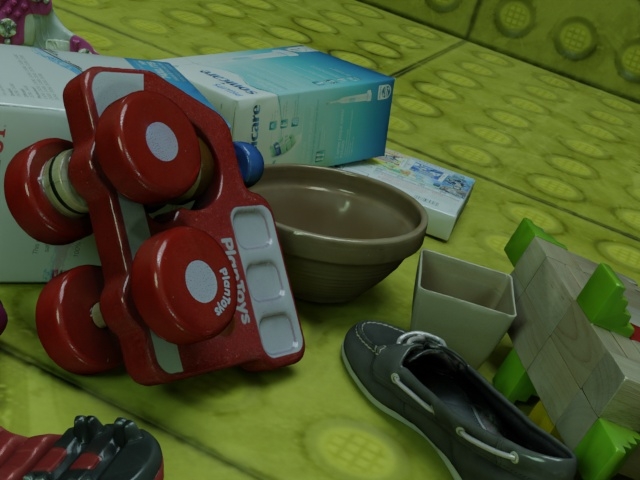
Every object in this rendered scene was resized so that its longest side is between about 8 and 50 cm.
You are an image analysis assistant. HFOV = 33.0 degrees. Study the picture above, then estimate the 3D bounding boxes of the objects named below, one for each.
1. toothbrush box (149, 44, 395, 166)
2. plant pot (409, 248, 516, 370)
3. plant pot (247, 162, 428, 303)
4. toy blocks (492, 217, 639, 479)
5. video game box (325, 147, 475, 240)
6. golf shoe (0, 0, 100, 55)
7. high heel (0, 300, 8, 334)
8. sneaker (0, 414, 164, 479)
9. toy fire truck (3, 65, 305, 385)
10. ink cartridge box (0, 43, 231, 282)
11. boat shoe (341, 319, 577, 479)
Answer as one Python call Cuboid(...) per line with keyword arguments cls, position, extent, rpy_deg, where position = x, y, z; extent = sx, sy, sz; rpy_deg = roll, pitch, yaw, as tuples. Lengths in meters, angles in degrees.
Cuboid(cls="toothbrush box", position=(-0.074, -0.189, 1.555), extent=(0.295, 0.126, 0.216), rpy_deg=(-14, 30, -41))
Cuboid(cls="plant pot", position=(0.147, 0.086, 1.202), extent=(0.109, 0.096, 0.109), rpy_deg=(18, 23, 0))
Cuboid(cls="plant pot", position=(0.000, 0.000, 1.263), extent=(0.237, 0.110, 0.237), rpy_deg=(10, 21, -4))
Cuboid(cls="toy blocks", position=(0.351, 0.145, 1.155), extent=(0.261, 0.191, 0.381), rpy_deg=(22, 22, -18))
Cuboid(cls="video game box", position=(0.115, -0.081, 1.607), extent=(0.205, 0.048, 0.187), rpy_deg=(21, 26, 10))
Cuboid(cls="golf shoe", position=(-0.424, -0.307, 1.530), extent=(0.115, 0.306, 0.140), rpy_deg=(-44, 38, -17))
Cuboid(cls="high heel", position=(-0.369, 0.118, 0.823), extent=(0.377, 0.127, 0.181), rpy_deg=(6, 65, -61))
Cuboid(cls="sneaker", position=(-0.221, 0.186, 0.746), extent=(0.276, 0.135, 0.097), rpy_deg=(2, 29, 25))
Cuboid(cls="toy fire truck", position=(-0.135, -0.012, 1.027), extent=(0.169, 0.302, 0.254), rpy_deg=(-20, -9, 36))
Cuboid(cls="ink cartridge box", position=(-0.274, -0.084, 1.167), extent=(0.270, 0.198, 0.197), rpy_deg=(2, 28, -32))
Cuboid(cls="boat shoe", position=(0.133, 0.153, 1.046), extent=(0.112, 0.096, 0.335), rpy_deg=(1, 28, -32))
